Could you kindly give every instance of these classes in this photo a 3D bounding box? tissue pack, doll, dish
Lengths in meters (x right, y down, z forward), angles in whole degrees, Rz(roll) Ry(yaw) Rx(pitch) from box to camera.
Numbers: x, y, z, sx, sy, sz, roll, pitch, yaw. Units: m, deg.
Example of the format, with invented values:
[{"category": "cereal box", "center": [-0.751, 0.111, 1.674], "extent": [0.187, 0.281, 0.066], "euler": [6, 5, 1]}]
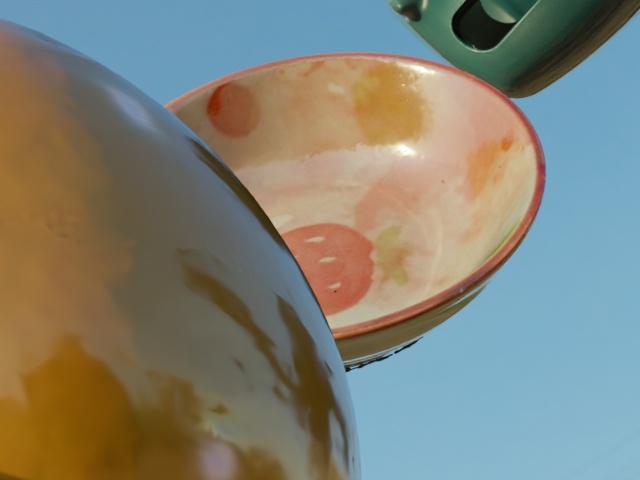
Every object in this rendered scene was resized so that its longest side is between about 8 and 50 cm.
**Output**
[{"category": "tissue pack", "center": [0.180, -0.247, 1.388], "extent": [0.198, 0.206, 0.287], "euler": [42, -48, -3]}, {"category": "doll", "center": [-0.105, 0.036, 0.363], "extent": [0.213, 0.213, 0.236], "euler": [-15, -33, 18]}, {"category": "dish", "center": [0.000, 0.000, 1.014], "extent": [0.260, 0.260, 0.085], "euler": [-9, -52, 3]}]
